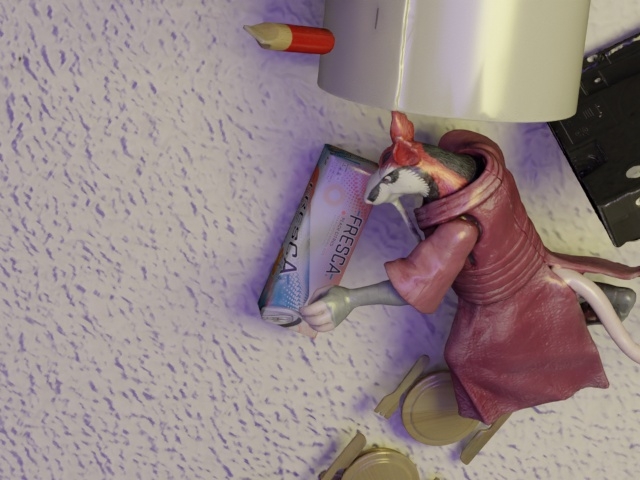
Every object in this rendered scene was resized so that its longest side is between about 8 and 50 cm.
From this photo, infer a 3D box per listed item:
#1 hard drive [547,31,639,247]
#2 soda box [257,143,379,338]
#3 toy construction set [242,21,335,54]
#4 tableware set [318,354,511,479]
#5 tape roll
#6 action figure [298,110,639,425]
[{"bbox_3d":[0.388,-0.142,1.696,0.339,0.237,0.064,-26,125,5],"label":"hard drive"},{"bbox_3d":[0.000,0.000,1.795,0.063,0.058,0.183,21,100,-11],"label":"soda box"},{"bbox_3d":[-0.096,-0.299,1.491,0.257,0.237,0.309,-31,81,24],"label":"toy construction set"},{"bbox_3d":[0.090,0.207,1.868,0.128,0.039,0.194,33,105,-24],"label":"tableware set"},{"bbox_3d":[0.125,-0.212,1.660,0.246,0.246,0.169,4,104,-7],"label":"tape roll"},{"bbox_3d":[0.163,0.023,1.688,0.275,0.248,0.370,0,143,34],"label":"action figure"}]
